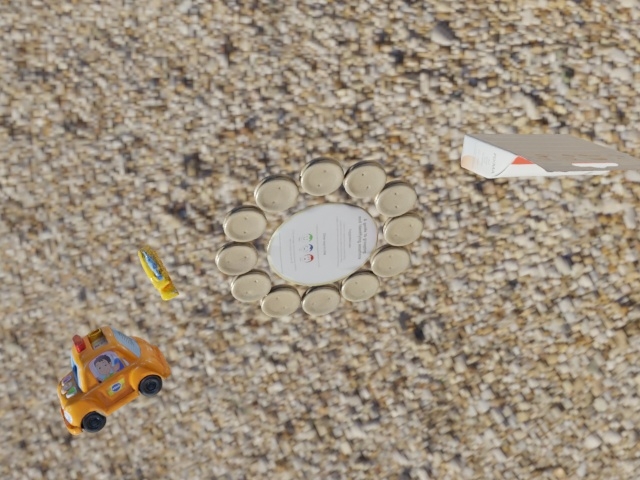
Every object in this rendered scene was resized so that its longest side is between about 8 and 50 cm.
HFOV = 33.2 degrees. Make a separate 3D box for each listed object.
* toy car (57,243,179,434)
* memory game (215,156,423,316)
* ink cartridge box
[{"bbox_3d":[-0.108,0.044,0.549,0.060,0.122,0.041,-24,118,7],"label":"toy car"},{"bbox_3d":[0.000,0.000,0.921,0.186,0.186,0.012,-52,37,29],"label":"memory game"},{"bbox_3d":[0.259,-0.081,1.173,0.179,0.145,0.045,-137,48,-61],"label":"ink cartridge box"}]
